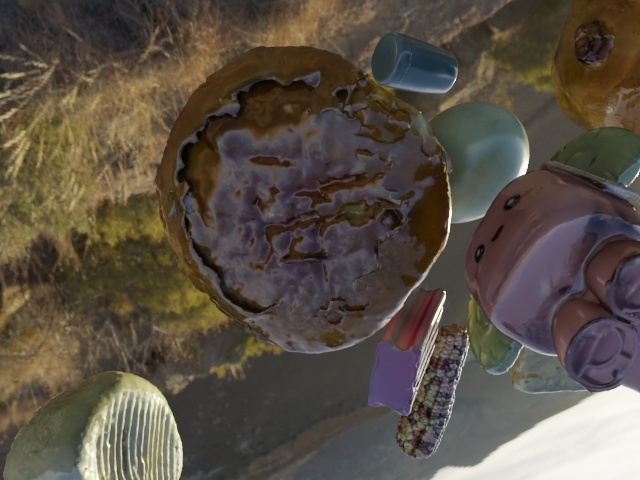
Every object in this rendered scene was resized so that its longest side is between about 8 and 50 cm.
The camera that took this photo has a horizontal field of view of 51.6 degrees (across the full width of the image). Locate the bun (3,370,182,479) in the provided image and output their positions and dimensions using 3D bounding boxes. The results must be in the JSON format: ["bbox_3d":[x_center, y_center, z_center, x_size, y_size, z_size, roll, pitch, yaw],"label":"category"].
[{"bbox_3d":[-0.419,0.416,1.206,0.227,0.349,0.352,-5,172,20],"label":"bun"}]

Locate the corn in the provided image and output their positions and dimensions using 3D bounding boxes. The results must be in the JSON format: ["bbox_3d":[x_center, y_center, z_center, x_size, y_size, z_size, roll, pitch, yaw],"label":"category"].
[{"bbox_3d":[0.224,0.299,1.315,0.092,0.092,0.281,10,98,-59],"label":"corn"}]

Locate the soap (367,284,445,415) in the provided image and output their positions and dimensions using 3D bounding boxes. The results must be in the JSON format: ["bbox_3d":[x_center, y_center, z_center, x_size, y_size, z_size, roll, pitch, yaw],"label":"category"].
[{"bbox_3d":[0.134,0.158,1.005,0.203,0.065,0.122,-44,145,-61],"label":"soap"}]

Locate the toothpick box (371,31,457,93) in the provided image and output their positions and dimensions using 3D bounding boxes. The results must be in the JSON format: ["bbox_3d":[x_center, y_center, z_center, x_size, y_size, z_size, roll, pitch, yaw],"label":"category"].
[{"bbox_3d":[0.220,-0.398,1.517,0.184,0.120,0.120,6,147,-30],"label":"toothpick box"}]

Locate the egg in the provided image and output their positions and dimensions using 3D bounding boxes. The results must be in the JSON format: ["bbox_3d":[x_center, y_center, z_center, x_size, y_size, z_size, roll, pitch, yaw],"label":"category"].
[{"bbox_3d":[0.195,-0.103,0.899,0.149,0.149,0.192,-12,154,-33],"label":"egg"}]

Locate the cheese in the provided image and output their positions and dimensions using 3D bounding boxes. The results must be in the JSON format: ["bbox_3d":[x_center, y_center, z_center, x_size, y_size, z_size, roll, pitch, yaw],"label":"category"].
[{"bbox_3d":[0.507,0.222,1.335,0.262,0.159,0.093,-1,178,-6],"label":"cheese"}]

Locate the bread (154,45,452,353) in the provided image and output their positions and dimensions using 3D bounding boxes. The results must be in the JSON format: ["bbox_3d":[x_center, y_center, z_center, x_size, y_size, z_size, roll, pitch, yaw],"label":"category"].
[{"bbox_3d":[-0.018,-0.055,0.811,0.358,0.336,0.204,-55,-178,27],"label":"bread"}]

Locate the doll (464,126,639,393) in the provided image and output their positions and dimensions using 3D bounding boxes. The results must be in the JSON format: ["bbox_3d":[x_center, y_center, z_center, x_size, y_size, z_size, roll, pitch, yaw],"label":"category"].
[{"bbox_3d":[0.254,0.033,0.654,0.284,0.216,0.268,-61,-167,17],"label":"doll"}]

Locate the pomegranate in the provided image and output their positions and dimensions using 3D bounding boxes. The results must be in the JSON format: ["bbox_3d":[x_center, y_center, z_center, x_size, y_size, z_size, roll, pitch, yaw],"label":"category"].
[{"bbox_3d":[0.663,-0.373,1.344,0.416,0.417,0.417,-22,161,-8],"label":"pomegranate"}]
